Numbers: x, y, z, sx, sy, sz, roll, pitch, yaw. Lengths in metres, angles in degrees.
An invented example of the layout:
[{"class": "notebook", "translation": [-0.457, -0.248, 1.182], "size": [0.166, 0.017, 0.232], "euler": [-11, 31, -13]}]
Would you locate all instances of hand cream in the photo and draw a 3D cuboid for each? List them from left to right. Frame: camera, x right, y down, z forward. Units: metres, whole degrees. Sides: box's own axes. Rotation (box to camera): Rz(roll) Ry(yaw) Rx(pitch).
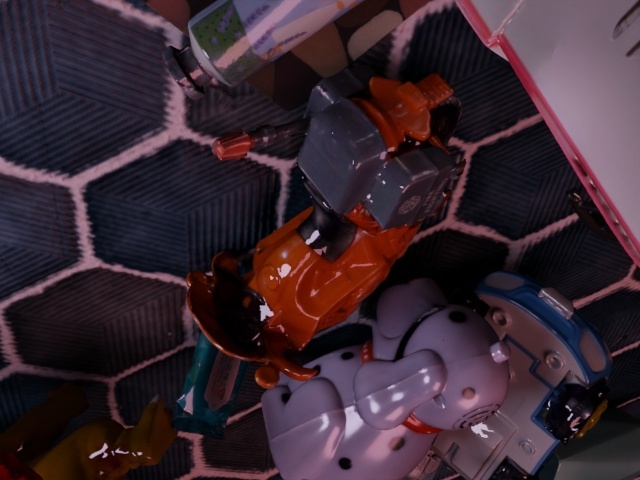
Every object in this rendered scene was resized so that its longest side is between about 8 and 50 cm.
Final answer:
[{"class": "hand cream", "translation": [0.005, -0.184, 0.610], "size": [0.256, 0.055, 0.088], "euler": [-34, 144, 7]}]

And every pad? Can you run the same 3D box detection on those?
[{"class": "pad", "translation": [-0.036, -0.190, 0.623], "size": [0.158, 0.003, 0.235], "euler": [-36, 139, 20]}]

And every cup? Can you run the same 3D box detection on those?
[{"class": "cup", "translation": [0.360, 0.306, 1.282], "size": [0.235, 0.134, 0.148], "euler": [5, 108, -34]}]

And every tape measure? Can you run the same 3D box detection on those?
[{"class": "tape measure", "translation": [0.163, 0.282, 1.191], "size": [0.179, 0.104, 0.107], "euler": [14, 129, -34]}]

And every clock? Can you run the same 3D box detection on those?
[{"class": "clock", "translation": [0.083, 0.147, 0.912], "size": [0.188, 0.189, 0.254], "euler": [16, 137, -37]}]

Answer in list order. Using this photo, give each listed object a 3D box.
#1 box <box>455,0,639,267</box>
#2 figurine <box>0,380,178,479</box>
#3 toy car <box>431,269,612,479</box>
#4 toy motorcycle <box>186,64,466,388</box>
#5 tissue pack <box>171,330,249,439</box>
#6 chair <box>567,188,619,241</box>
[{"class": "box", "translation": [0.334, -0.144, 0.595], "size": [0.312, 0.300, 0.314], "euler": [17, 129, -38]}, {"class": "figurine", "translation": [-0.327, 0.266, 0.860], "size": [0.387, 0.268, 0.401], "euler": [-13, 110, 17]}, {"class": "toy car", "translation": [0.215, 0.157, 1.016], "size": [0.166, 0.198, 0.314], "euler": [-32, 152, -42]}, {"class": "toy motorcycle", "translation": [0.000, 0.000, 0.768], "size": [0.221, 0.148, 0.326], "euler": [-23, 151, -34]}, {"class": "tissue pack", "translation": [-0.103, 0.126, 0.900], "size": [0.085, 0.028, 0.138], "euler": [29, 80, -51]}, {"class": "chair", "translation": [0.395, -0.048, 0.863], "size": [0.154, 0.260, 0.141], "euler": [20, 88, -37]}]
